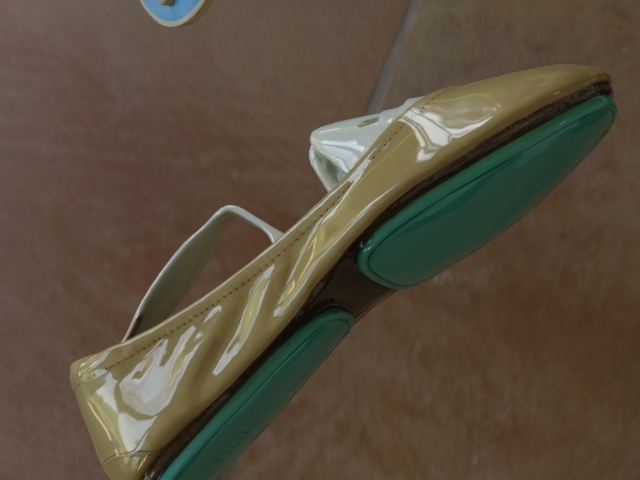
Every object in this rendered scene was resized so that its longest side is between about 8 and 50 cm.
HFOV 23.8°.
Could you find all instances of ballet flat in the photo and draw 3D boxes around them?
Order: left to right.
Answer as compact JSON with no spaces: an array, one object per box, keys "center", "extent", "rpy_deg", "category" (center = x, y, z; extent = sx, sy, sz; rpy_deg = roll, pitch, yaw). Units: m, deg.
[{"center":[0.000,0.000,0.550],"extent":[0.232,0.080,0.073],"rpy_deg":[-41,68,4],"category":"ballet flat"}]

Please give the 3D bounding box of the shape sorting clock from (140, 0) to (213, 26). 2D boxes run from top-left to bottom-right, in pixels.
[{"center":[-0.096,-0.240,0.972],"extent":[0.040,0.206,0.206],"rpy_deg":[-3,67,-23],"category":"shape sorting clock"}]
